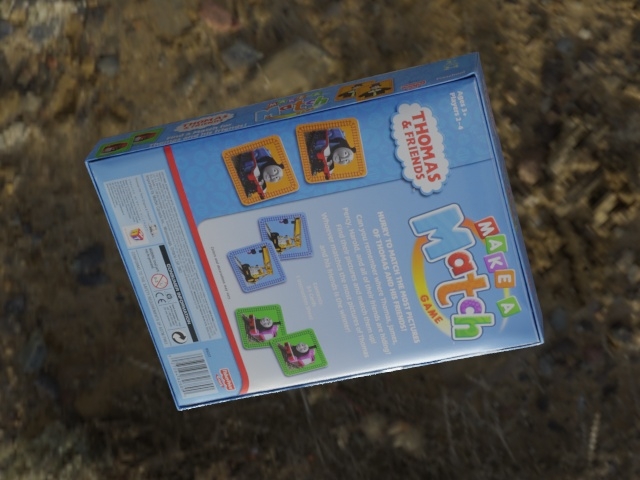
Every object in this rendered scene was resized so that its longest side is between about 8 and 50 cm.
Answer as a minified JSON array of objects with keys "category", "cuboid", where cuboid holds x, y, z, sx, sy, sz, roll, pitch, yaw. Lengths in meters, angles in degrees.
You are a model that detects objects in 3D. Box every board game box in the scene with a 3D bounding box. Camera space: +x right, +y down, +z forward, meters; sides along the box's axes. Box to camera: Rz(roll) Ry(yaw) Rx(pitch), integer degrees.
[{"category":"board game box","cuboid":[0.000,0.000,0.761,0.211,0.039,0.160,-11,114,13]}]
